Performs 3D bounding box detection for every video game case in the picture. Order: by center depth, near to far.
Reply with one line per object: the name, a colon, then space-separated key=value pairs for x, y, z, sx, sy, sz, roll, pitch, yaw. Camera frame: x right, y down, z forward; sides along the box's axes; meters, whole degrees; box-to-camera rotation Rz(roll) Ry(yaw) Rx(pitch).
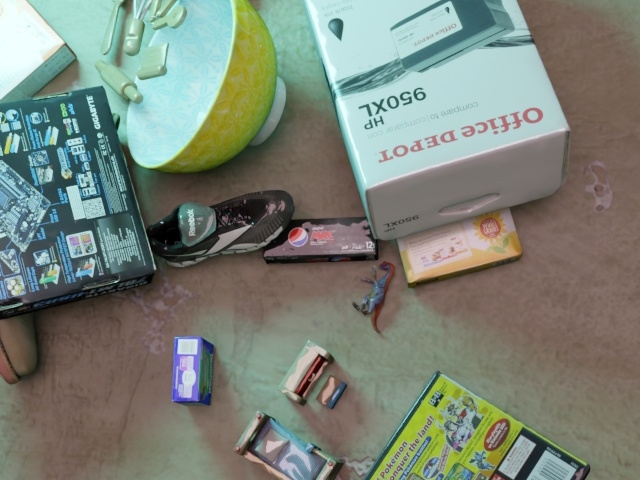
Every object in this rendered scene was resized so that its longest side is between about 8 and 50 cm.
video game case: x=0.188 y=0.354 z=1.496 sx=0.248 sy=0.035 sz=0.275 roll=31 pitch=78 yaw=23

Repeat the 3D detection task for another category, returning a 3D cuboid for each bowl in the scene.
bowl: x=-0.145 y=-0.216 z=1.608 sx=0.156 sy=0.289 sz=0.290 roll=21 pitch=77 yaw=-34

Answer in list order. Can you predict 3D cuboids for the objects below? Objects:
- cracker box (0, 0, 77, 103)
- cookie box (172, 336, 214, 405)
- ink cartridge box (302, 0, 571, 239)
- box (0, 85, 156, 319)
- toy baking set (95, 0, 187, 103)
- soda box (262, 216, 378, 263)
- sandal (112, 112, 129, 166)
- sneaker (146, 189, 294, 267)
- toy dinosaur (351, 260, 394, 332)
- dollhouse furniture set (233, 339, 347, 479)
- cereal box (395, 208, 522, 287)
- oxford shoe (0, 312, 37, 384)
cracker box: x=-0.522 y=-0.274 z=1.719 sx=0.232 sy=0.067 sz=0.156 roll=-41 pitch=77 yaw=-5
cookie box: x=-0.180 y=0.187 z=1.565 sx=0.040 sy=0.107 sz=0.092 roll=1 pitch=79 yaw=4
ink cartridge box: x=0.154 y=-0.234 z=1.554 sx=0.285 sy=0.166 sz=0.395 roll=-17 pitch=64 yaw=1
box: x=-0.411 y=-0.050 z=1.541 sx=0.293 sy=0.073 sz=0.296 roll=-15 pitch=79 yaw=-17
toy baking set: x=-0.274 y=-0.316 z=1.677 sx=0.256 sy=0.030 sz=0.197 roll=34 pitch=95 yaw=49
soda box: x=0.000 y=0.000 z=1.616 sx=0.168 sy=0.053 sz=0.060 roll=-2 pitch=76 yaw=5
sandal: x=-0.316 y=-0.102 z=1.664 sx=0.049 sy=0.072 sz=0.180 roll=7 pitch=80 yaw=-9
sneaker: x=-0.152 y=-0.021 z=1.574 sx=0.234 sy=0.106 sz=0.078 roll=-18 pitch=72 yaw=21
toy dinosaur: x=0.084 y=0.073 z=1.611 sx=0.082 sy=0.047 sz=0.090 roll=-39 pitch=110 yaw=-12
dollhouse furniture set: x=-0.011 y=0.249 z=1.524 sx=0.129 sy=0.129 sz=0.184 roll=31 pitch=82 yaw=11
cereal box: x=0.180 y=-0.067 z=1.615 sx=0.173 sy=0.047 sz=0.240 roll=-14 pitch=75 yaw=2
oxford shoe: x=-0.438 y=0.008 z=1.617 sx=0.146 sy=0.140 sz=0.397 roll=-7 pitch=81 yaw=-8
